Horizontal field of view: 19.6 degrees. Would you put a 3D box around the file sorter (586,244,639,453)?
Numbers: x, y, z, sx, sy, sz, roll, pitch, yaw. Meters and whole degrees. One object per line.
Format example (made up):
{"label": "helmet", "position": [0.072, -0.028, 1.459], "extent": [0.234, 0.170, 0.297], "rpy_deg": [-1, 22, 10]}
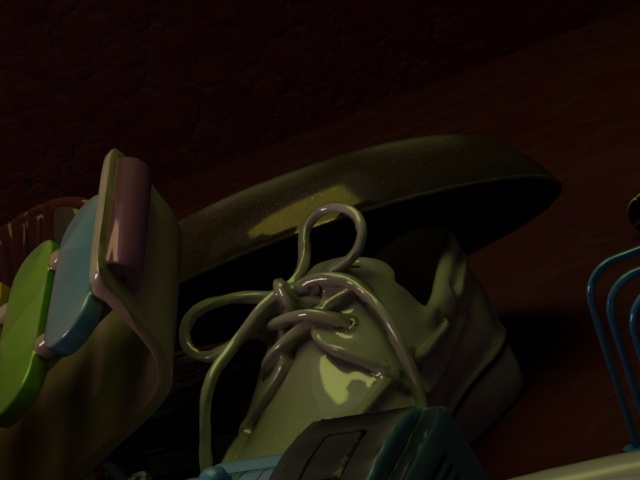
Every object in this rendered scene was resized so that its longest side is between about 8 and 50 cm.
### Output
{"label": "file sorter", "position": [0.194, 0.054, 0.801], "extent": [0.118, 0.104, 0.170], "rpy_deg": [-20, 9, -3]}

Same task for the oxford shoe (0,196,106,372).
{"label": "oxford shoe", "position": [-0.250, 0.094, 1.311], "extent": [0.348, 0.123, 0.130], "rpy_deg": [-25, -29, 22]}

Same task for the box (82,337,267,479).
{"label": "box", "position": [-0.106, 0.117, 1.243], "extent": [0.233, 0.044, 0.159], "rpy_deg": [-14, 10, 31]}

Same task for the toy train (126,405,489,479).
{"label": "toy train", "position": [-0.008, 0.127, 0.732], "extent": [0.184, 0.105, 0.080], "rpy_deg": [-12, 27, 36]}

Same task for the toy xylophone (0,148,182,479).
{"label": "toy xylophone", "position": [-0.182, 0.077, 1.057], "extent": [0.322, 0.081, 0.236], "rpy_deg": [-46, 26, 19]}

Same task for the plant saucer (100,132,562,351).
{"label": "plant saucer", "position": [0.000, 0.000, 1.185], "extent": [0.310, 0.050, 0.310], "rpy_deg": [-19, -11, -4]}

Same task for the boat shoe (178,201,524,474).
{"label": "boat shoe", "position": [0.010, 0.061, 0.968], "extent": [0.136, 0.156, 0.367], "rpy_deg": [-15, 9, 27]}

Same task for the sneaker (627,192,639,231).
{"label": "sneaker", "position": [0.283, -0.038, 1.382], "extent": [0.109, 0.040, 0.044], "rpy_deg": [-15, 8, 23]}

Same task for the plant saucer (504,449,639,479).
{"label": "plant saucer", "position": [0.043, 0.166, 0.444], "extent": [0.400, 0.100, 0.400], "rpy_deg": [-19, 8, 3]}
